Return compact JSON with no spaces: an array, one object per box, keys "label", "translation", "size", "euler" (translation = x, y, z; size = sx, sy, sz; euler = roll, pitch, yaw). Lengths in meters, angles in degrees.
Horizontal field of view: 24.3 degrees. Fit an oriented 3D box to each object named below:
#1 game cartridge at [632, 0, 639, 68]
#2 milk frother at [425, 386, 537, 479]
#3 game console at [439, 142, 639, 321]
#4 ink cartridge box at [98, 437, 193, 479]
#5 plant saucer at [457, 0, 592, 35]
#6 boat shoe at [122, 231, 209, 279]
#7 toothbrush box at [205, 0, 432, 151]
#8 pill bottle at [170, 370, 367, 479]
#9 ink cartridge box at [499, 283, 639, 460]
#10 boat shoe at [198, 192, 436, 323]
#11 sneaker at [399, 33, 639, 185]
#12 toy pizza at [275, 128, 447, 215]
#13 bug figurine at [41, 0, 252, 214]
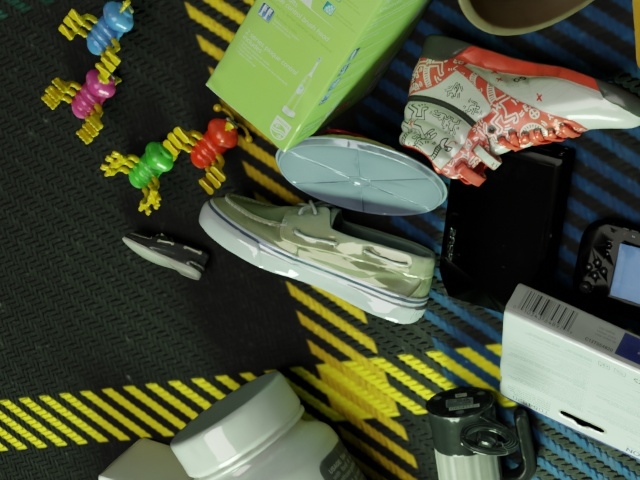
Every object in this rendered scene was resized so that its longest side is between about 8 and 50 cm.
[{"label":"game cartridge","translation":[0.457,-0.278,1.421],"size":[0.324,0.053,0.285],"euler":[6,115,31]},{"label":"milk frother","translation":[0.187,0.265,1.776],"size":[0.129,0.143,0.134],"euler":[-2,110,23]},{"label":"game console","translation":[0.307,0.010,1.647],"size":[0.361,0.044,0.213],"euler":[17,120,22]},{"label":"ink cartridge box","translation":[-0.193,0.448,2.102],"size":[0.207,0.117,0.283],"euler":[13,118,25]},{"label":"plant saucer","translation":[0.228,-0.309,1.360],"size":[0.041,0.278,0.278],"euler":[51,131,30]},{"label":"boat shoe","translation":[-0.203,0.012,1.949],"size":[0.125,0.038,0.046],"euler":[21,164,27]},{"label":"toothbrush box","translation":[0.031,-0.258,1.578],"size":[0.122,0.206,0.283],"euler":[42,127,7]},{"label":"pill bottle","translation":[-0.024,0.362,1.909],"size":[0.204,0.204,0.361],"euler":[-29,96,37]},{"label":"ink cartridge box","translation":[0.312,0.158,1.686],"size":[0.223,0.045,0.224],"euler":[25,154,17]},{"label":"boat shoe","translation":[0.000,0.000,1.799],"size":[0.302,0.109,0.094],"euler":[23,107,9]},{"label":"sneaker","translation":[0.211,-0.119,1.580],"size":[0.270,0.090,0.145],"euler":[19,92,27]},{"label":"toy pizza","translation":[0.048,-0.081,1.699],"size":[0.201,0.032,0.201],"euler":[12,161,4]},{"label":"bug figurine","translation":[-0.224,-0.166,1.855],"size":[0.279,0.072,0.216],"euler":[49,133,-4]}]
